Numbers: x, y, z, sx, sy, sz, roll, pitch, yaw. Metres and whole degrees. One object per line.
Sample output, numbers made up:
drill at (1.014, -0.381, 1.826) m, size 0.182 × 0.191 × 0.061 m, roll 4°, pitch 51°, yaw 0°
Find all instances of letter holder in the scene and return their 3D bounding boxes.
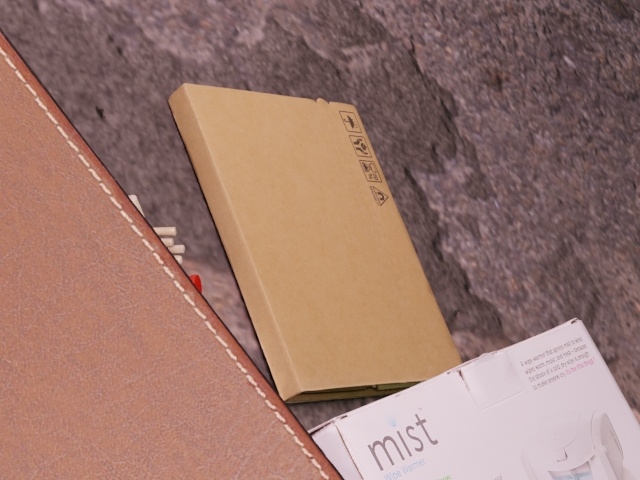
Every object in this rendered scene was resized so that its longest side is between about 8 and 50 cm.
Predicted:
letter holder at (-0.156, 0.082, 0.575) m, size 0.214 × 0.152 × 0.302 m, roll -40°, pitch 95°, yaw -35°

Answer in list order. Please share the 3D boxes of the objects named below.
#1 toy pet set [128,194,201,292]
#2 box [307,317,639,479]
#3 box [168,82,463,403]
toy pet set at (-0.112, 0.035, 0.771) m, size 0.114 × 0.065 × 0.122 m, roll 73°, pitch 19°, yaw -45°
box at (0.092, 0.184, 0.814) m, size 0.262 × 0.127 × 0.231 m, roll -15°, pitch 74°, yaw -54°
box at (0.000, 0.000, 0.950) m, size 0.164 × 0.021 × 0.201 m, roll 2°, pitch 61°, yaw -50°
